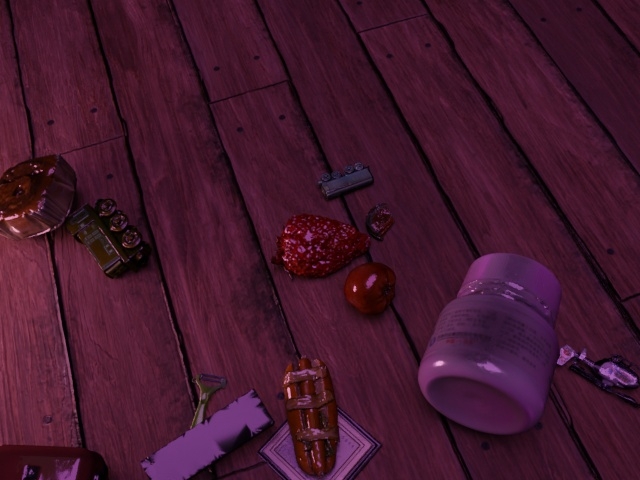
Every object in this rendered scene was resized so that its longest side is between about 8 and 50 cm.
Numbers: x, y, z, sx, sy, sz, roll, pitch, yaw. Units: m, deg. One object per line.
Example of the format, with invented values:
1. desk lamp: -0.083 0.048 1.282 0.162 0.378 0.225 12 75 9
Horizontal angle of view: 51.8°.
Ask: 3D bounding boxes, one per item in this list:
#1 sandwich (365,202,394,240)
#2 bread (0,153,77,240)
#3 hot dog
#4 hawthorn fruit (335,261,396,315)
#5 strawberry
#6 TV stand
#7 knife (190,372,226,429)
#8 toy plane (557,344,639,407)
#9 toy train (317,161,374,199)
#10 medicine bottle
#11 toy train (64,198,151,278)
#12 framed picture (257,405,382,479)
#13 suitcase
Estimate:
1. sandwich: 0.149 -0.053 1.674 0.069 0.026 0.101 26 63 17
2. bread: -0.723 -0.108 1.646 0.210 0.110 0.192 -12 56 23
3. hot dog: -0.017 0.370 1.398 0.109 0.072 0.269 -10 58 -1
4. hawthorn fruit: 0.113 0.113 1.536 0.125 0.140 0.125 18 58 -32
5. strawberry: 0.004 0.013 1.599 0.228 0.098 0.174 7 61 7
6. TV stand: -0.231 0.421 1.373 0.270 0.083 0.088 -31 78 -14
7. knife: -0.263 0.372 1.445 0.078 0.022 0.166 6 59 11
8. toy plane: 0.623 0.285 1.450 0.197 0.053 0.078 29 74 13
9. toy train: 0.067 -0.159 1.732 0.148 0.038 0.071 -21 64 -11
10. medicine bottle: 0.367 0.209 1.384 0.256 0.256 0.324 20 55 13
11. toy train: -0.523 -0.005 1.637 0.137 0.090 0.225 -38 66 -11
12. framed picture: -0.003 0.442 1.402 0.195 0.010 0.199 38 67 21
13. suitcase: -0.547 0.552 1.271 0.236 0.161 0.297 1 59 1
